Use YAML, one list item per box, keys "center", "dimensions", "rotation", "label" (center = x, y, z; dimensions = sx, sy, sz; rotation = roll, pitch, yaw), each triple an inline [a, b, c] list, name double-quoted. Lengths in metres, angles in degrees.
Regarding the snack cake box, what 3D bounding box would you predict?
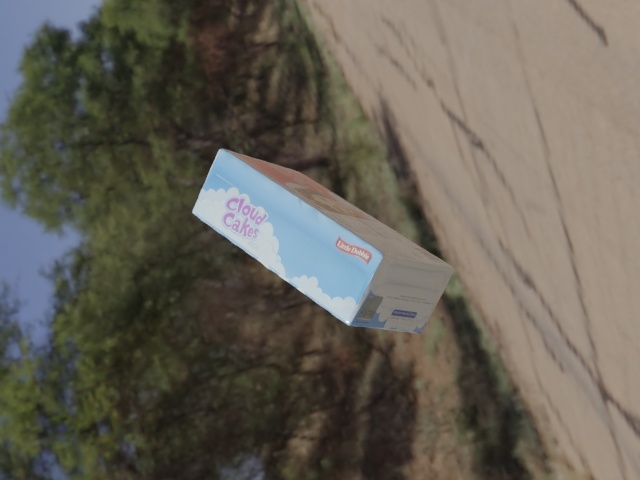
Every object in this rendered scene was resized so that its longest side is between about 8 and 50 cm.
- center: [0.000, 0.000, 1.302]
  dimensions: [0.264, 0.089, 0.152]
  rotation: [34, -166, 35]
  label: "snack cake box"
